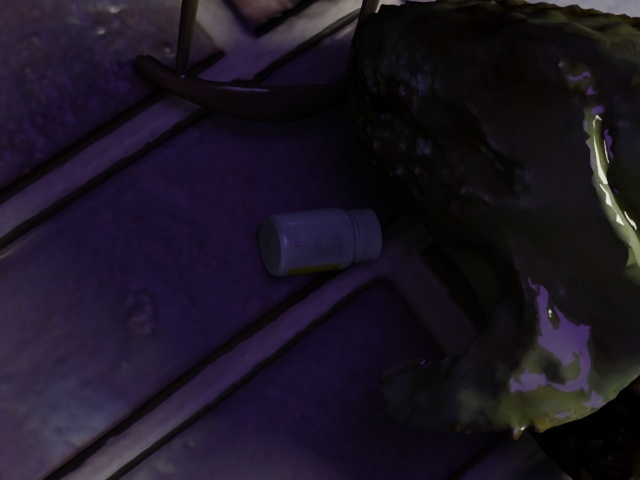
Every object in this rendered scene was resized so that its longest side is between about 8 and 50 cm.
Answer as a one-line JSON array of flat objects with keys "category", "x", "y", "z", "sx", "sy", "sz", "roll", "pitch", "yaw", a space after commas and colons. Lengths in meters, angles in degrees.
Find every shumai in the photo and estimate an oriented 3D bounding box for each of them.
[{"category": "shumai", "x": 0.207, "y": 0.010, "z": 1.274, "sx": 0.395, "sy": 0.395, "sz": 0.348, "roll": 2, "pitch": 96, "yaw": -20}]

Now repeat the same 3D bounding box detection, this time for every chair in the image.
[{"category": "chair", "x": -0.041, "y": -0.243, "z": 1.333, "sx": 0.188, "sy": 0.166, "sz": 0.272, "roll": -1, "pitch": 115, "yaw": -22}]

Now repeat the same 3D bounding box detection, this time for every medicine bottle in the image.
[{"category": "medicine bottle", "x": 0.000, "y": 0.000, "z": 1.319, "sx": 0.083, "sy": 0.047, "sz": 0.047, "roll": -6, "pitch": 75, "yaw": -23}]
